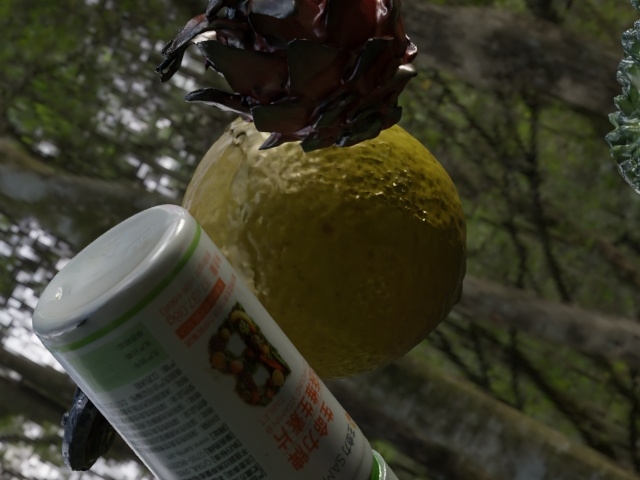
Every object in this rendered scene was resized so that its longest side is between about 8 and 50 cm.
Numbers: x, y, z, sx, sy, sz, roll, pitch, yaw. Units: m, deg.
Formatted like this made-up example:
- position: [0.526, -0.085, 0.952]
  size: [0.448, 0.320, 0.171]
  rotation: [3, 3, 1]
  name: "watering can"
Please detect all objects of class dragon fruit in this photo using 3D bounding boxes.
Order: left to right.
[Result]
- position: [-0.011, -0.107, 0.880]
  size: [0.130, 0.121, 0.142]
  rotation: [-50, -43, -7]
  name: "dragon fruit"

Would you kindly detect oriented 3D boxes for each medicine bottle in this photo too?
- position: [-0.041, 0.078, 0.678]
  size: [0.183, 0.086, 0.086]
  rotation: [53, -123, -21]
  name: "medicine bottle"

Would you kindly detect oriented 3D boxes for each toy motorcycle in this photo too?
- position: [-0.111, 0.055, 0.950]
  size: [0.193, 0.061, 0.124]
  rotation: [-51, -24, -62]
  name: "toy motorcycle"

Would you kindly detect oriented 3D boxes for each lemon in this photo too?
- position: [-0.001, 0.000, 1.453]
  size: [0.293, 0.293, 0.293]
  rotation: [-48, -27, -34]
  name: "lemon"

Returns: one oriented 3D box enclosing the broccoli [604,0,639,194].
- position: [0.381, -0.060, 0.920]
  size: [0.338, 0.317, 0.277]
  rotation: [26, -73, -44]
  name: "broccoli"
